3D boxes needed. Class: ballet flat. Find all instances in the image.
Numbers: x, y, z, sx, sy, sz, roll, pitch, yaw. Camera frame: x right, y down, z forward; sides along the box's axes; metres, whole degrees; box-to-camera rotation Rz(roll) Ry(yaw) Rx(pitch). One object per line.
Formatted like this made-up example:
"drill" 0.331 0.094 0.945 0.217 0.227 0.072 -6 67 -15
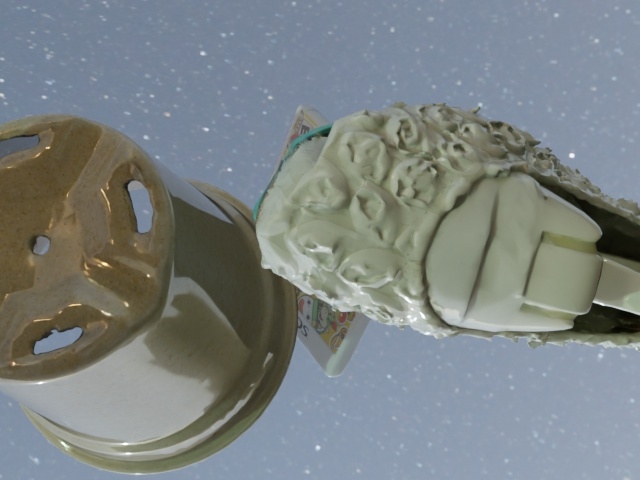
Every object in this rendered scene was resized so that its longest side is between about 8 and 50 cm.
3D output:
"ballet flat" 0.155 0.008 0.556 0.409 0.147 0.147 10 -83 -39

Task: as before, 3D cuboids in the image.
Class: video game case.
"video game case" 0.000 0.000 0.942 0.026 0.206 0.227 -5 -50 -41

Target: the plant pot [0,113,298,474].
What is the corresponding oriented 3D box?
"plant pot" -0.206 0.045 0.801 0.334 0.333 0.305 -61 -14 -11
